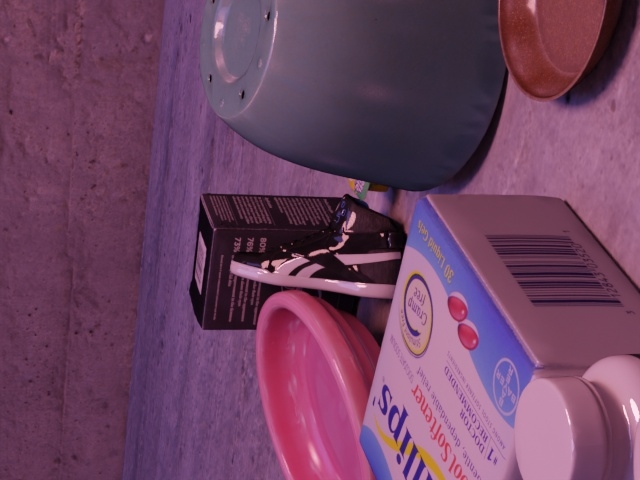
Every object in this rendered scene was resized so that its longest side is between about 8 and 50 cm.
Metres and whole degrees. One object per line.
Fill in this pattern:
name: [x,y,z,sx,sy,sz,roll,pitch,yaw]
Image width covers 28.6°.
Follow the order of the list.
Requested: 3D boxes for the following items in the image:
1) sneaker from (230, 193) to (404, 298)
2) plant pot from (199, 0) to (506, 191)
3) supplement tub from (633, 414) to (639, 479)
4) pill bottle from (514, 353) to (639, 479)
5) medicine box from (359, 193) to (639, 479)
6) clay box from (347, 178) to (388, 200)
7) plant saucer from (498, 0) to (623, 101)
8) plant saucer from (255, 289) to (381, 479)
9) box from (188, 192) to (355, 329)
sneaker: [0.000,0.000,1.533,0.079,0.217,0.121,7,-90,-74]
plant pot: [0.014,-0.204,1.310,0.293,0.235,0.292,-11,78,61]
supplement tub: [0.275,0.121,0.624,0.144,0.200,0.144,174,90,-77]
pill bottle: [0.226,0.127,0.828,0.108,0.180,0.107,-179,90,-72]
medicine box: [0.162,0.147,1.076,0.263,0.149,0.289,-117,33,-54]
clay box: [0.055,-0.157,1.553,0.222,0.053,0.127,-113,32,-48]
plant saucer: [0.214,-0.220,1.099,0.198,0.036,0.198,-179,90,-72]
plant saucer: [0.019,0.216,1.531,0.332,0.084,0.332,167,90,-69]
box: [-0.058,0.029,1.651,0.108,0.207,0.153,-118,34,-59]
